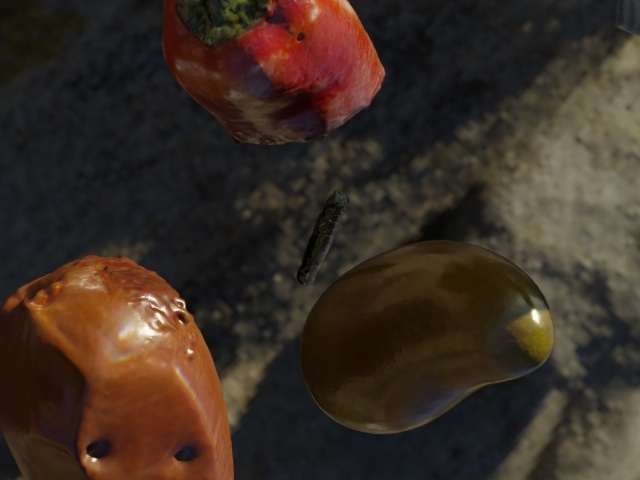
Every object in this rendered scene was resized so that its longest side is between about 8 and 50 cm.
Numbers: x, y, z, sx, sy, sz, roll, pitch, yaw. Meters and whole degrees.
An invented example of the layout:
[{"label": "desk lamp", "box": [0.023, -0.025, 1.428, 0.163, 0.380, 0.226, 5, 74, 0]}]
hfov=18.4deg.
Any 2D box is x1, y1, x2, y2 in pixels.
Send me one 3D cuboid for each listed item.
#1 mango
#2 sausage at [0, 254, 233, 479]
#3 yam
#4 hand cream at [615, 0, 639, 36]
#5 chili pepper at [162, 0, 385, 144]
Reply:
[{"label": "mango", "box": [0.054, 0.052, 1.100, 0.085, 0.102, 0.184, 1, 166, -34]}, {"label": "sausage", "box": [-0.143, 0.126, 1.395, 0.153, 0.141, 0.268, -29, 140, -15]}, {"label": "yam", "box": [0.000, 0.000, 1.147, 0.014, 0.014, 0.107, -32, 164, -25]}, {"label": "hand cream", "box": [0.299, -0.151, 1.455, 0.043, 0.171, 0.065, -61, 162, -25]}, {"label": "chili pepper", "box": [-0.033, -0.105, 0.953, 0.086, 0.084, 0.192, -61, 153, -12]}]
